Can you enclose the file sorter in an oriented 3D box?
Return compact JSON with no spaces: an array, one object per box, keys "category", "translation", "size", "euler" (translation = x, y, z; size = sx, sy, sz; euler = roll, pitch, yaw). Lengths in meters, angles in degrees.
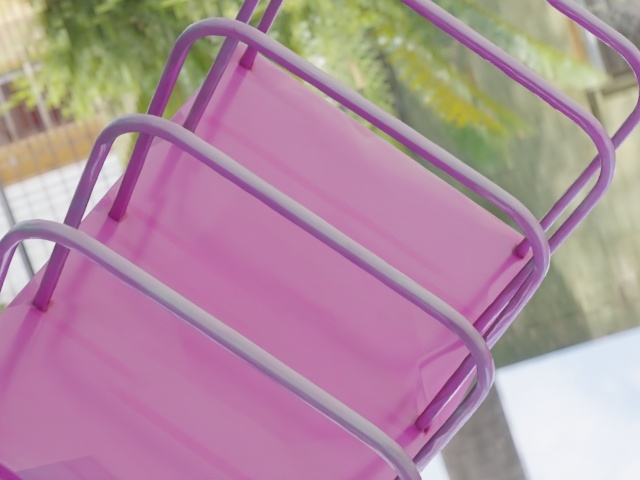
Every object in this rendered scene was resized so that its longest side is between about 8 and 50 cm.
[{"category":"file sorter","translation":[0.000,0.000,0.722],"size":[0.290,0.202,0.182],"euler":[-55,179,-40]}]
